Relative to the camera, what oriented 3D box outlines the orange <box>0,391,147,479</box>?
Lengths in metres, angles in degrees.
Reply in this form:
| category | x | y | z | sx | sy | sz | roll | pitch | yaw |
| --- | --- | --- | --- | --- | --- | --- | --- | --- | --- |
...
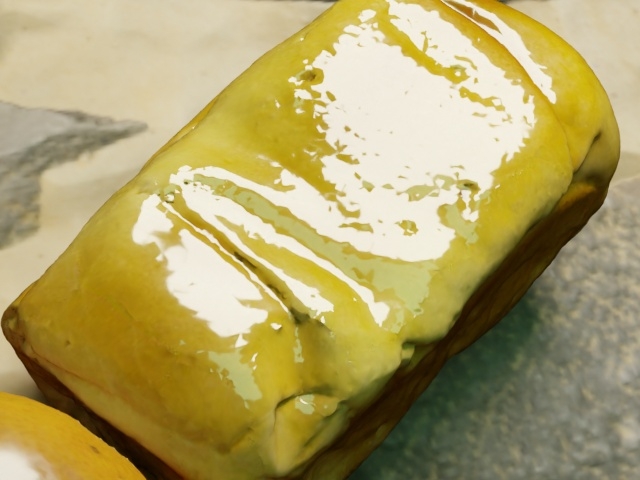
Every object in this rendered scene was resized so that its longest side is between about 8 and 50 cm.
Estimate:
| category | x | y | z | sx | sy | sz | roll | pitch | yaw |
| --- | --- | --- | --- | --- | --- | --- | --- | --- | --- |
| orange | -0.154 | 0.163 | 0.643 | 0.224 | 0.170 | 0.224 | 6 | 61 | -12 |

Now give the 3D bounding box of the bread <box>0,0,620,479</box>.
| category | x | y | z | sx | sy | sz | roll | pitch | yaw |
| --- | --- | --- | --- | --- | --- | --- | --- | --- | --- |
| bread | 0.000 | 0.000 | 0.786 | 0.167 | 0.132 | 0.294 | 40 | 60 | 16 |
